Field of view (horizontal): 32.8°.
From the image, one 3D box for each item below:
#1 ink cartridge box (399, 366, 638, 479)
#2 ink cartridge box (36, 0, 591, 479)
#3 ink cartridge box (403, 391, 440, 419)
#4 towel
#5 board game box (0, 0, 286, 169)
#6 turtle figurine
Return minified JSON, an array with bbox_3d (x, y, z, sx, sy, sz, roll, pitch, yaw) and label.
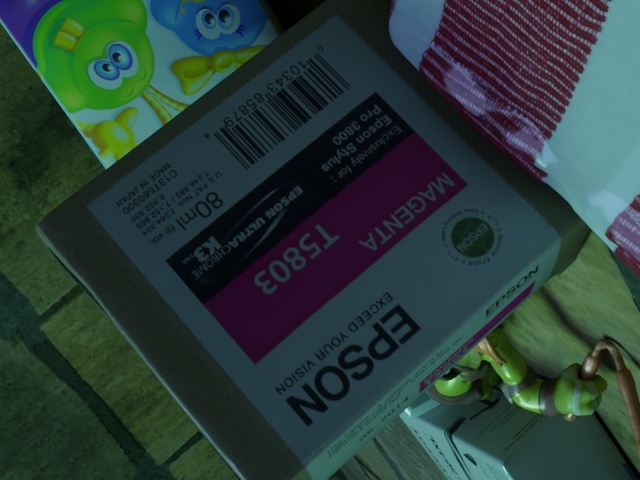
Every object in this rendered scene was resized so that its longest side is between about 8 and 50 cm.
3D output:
[{"bbox_3d":[0.167,0.185,0.895,0.148,0.086,0.203,53,167,-13],"label":"ink cartridge box"},{"bbox_3d":[0.000,0.000,0.596,0.193,0.234,0.088,46,168,17],"label":"ink cartridge box"},{"bbox_3d":[0.058,0.055,0.959,0.145,0.045,0.179,53,-160,-13],"label":"ink cartridge box"},{"bbox_3d":[0.142,-0.046,0.426,0.329,0.037,0.237,47,167,17],"label":"towel"},{"bbox_3d":[-0.096,-0.124,0.721,0.275,0.142,0.144,58,-175,-30],"label":"board game box"},{"bbox_3d":[0.105,0.065,0.759,0.269,0.087,0.217,48,168,11],"label":"turtle figurine"}]
